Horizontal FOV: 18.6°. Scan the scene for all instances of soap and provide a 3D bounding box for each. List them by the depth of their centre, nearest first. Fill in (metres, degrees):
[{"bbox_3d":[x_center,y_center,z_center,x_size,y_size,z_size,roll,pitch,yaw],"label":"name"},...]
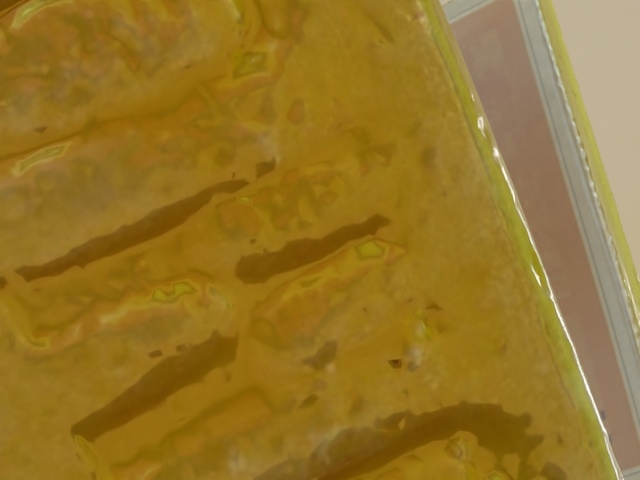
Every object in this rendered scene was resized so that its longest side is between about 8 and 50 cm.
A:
[{"bbox_3d":[-0.034,0.012,0.491,0.173,0.089,0.274,-26,-78,-15],"label":"soap"}]

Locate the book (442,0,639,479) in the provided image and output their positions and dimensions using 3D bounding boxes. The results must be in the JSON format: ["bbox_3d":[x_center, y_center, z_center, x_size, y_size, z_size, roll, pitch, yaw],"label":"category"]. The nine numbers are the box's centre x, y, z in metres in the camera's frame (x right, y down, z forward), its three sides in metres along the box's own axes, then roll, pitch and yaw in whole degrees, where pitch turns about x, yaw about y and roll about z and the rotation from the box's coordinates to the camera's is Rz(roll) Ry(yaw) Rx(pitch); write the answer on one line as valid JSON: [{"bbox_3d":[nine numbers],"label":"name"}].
[{"bbox_3d":[0.062,0.017,0.882,0.170,0.242,0.018,-25,-19,35],"label":"book"}]
